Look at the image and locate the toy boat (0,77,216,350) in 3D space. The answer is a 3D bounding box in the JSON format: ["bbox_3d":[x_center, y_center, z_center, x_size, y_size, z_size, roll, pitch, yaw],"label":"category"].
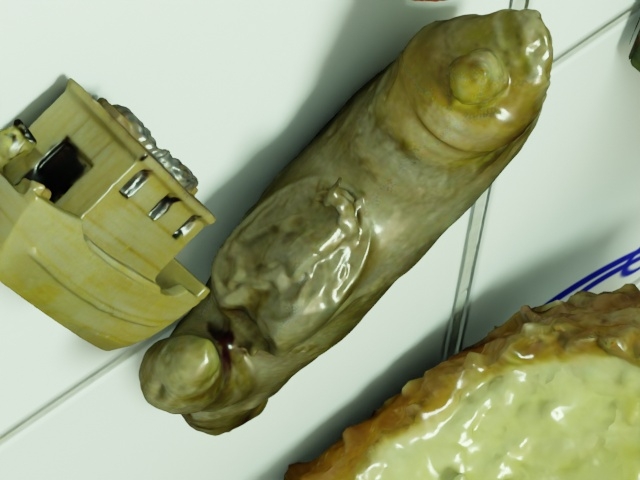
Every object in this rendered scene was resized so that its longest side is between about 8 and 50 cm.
[{"bbox_3d":[-0.085,-0.007,0.750,0.077,0.057,0.200,-46,161,-3],"label":"toy boat"}]

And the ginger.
[{"bbox_3d":[0.001,-0.001,0.886,0.333,0.080,0.166,-44,169,34],"label":"ginger"}]

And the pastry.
[{"bbox_3d":[0.157,0.214,1.312,0.405,0.292,0.337,-35,161,-1],"label":"pastry"}]

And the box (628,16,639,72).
[{"bbox_3d":[0.344,-0.100,0.853,0.138,0.373,0.420,-33,159,-22],"label":"box"}]
